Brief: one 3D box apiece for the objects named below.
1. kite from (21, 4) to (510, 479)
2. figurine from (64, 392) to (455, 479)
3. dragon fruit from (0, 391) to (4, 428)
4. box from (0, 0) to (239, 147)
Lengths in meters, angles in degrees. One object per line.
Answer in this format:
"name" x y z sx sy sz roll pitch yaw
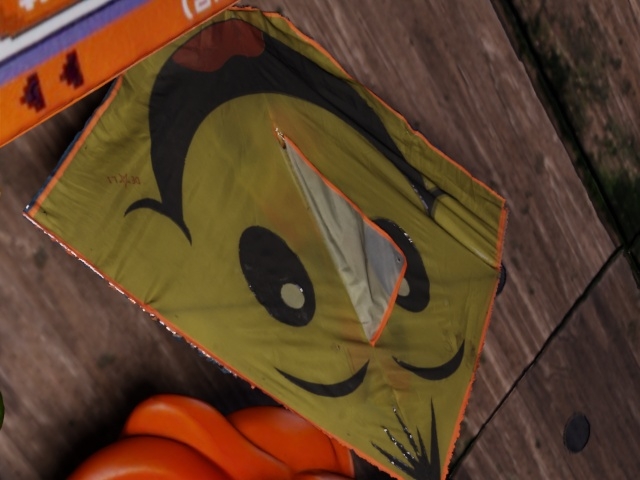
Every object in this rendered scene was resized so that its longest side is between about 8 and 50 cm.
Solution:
"kite" -0.001 0.001 0.918 0.378 0.013 0.327 -7 67 -47
"figurine" -0.006 0.256 0.946 0.412 0.241 0.306 21 98 -51
"dragon fruit" -0.278 0.093 0.727 0.268 0.130 0.295 -37 118 -33
"box" -0.150 -0.229 0.575 0.349 0.257 0.318 -39 122 -45
